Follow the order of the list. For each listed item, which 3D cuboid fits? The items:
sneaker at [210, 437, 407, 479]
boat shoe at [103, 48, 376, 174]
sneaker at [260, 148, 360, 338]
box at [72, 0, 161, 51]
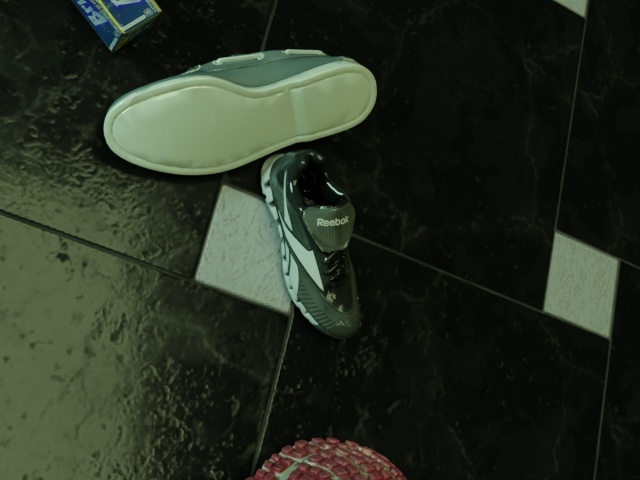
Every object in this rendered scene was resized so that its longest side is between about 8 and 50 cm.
[{"bbox_3d":[-0.041,0.297,0.909,0.299,0.121,0.112,-13,113,-30],"label":"sneaker"},{"bbox_3d":[-0.096,-0.158,1.003,0.320,0.099,0.116,-14,125,-19],"label":"boat shoe"},{"bbox_3d":[0.000,0.000,0.991,0.078,0.106,0.234,-16,86,-28],"label":"sneaker"},{"bbox_3d":[-0.256,-0.298,0.961,0.059,0.054,0.169,-42,98,-29],"label":"box"}]
